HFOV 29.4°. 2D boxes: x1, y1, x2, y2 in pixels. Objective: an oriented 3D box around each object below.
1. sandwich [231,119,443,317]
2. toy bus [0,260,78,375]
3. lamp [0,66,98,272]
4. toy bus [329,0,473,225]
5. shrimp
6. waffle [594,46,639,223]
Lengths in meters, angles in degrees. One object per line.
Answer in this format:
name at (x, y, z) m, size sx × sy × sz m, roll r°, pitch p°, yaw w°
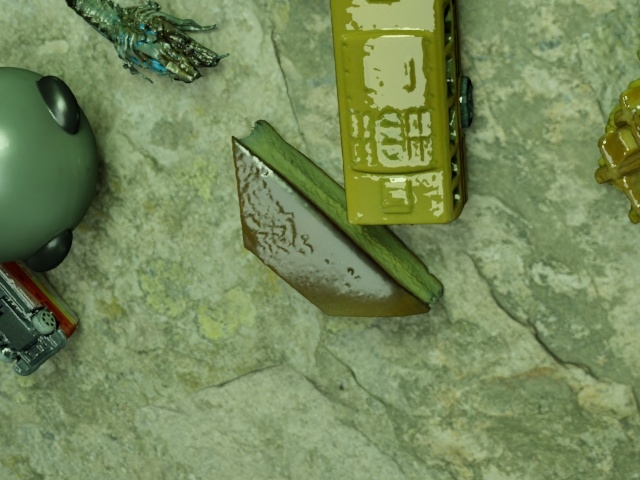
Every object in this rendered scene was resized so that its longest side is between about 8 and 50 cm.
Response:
sandwich at (0.000, 0.000, 1.197) m, size 0.258 × 0.094 × 0.096 m, roll 42°, pitch 110°, yaw -1°
toy bus at (-0.340, 0.054, 1.315) m, size 0.079 × 0.077 × 0.174 m, roll -37°, pitch 96°, yaw 23°
lamp at (-0.339, -0.081, 1.216) m, size 0.244 × 0.198 × 0.197 m, roll 14°, pitch 113°, yaw 20°
toy bus at (0.067, -0.181, 1.096) m, size 0.121 × 0.123 × 0.335 m, roll 0°, pitch 110°, yaw 15°
shrimp at (-0.173, -0.208, 1.194) m, size 0.174 × 0.076 × 0.082 m, roll 34°, pitch 74°, yaw 6°
waffle at (0.361, -0.031, 1.050) m, size 0.282 × 0.058 × 0.300 m, roll 8°, pitch 122°, yaw 45°
